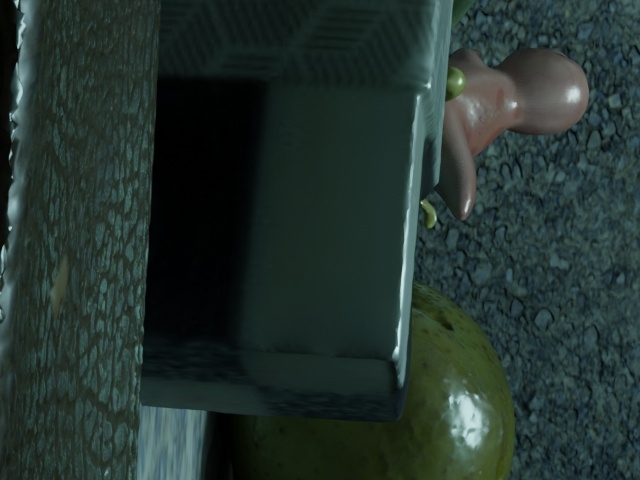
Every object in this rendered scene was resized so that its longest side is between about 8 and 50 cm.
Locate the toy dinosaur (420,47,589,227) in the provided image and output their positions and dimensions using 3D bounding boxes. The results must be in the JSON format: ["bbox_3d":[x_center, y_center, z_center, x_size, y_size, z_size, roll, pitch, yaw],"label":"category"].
[{"bbox_3d":[0.086,-0.066,1.274,0.194,0.177,0.152,-68,162,-67],"label":"toy dinosaur"}]

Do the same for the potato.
[{"bbox_3d":[0.015,0.110,0.937,0.157,0.157,0.194,-69,176,-73],"label":"potato"}]

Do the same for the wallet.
[{"bbox_3d":[-0.065,0.006,0.418,0.133,0.039,0.243,-25,121,-80],"label":"wallet"}]

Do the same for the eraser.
[{"bbox_3d":[0.000,-0.145,0.653,0.096,0.098,0.403,78,17,-70],"label":"eraser"}]

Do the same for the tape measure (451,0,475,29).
[{"bbox_3d":[0.078,-0.215,0.927,0.235,0.115,0.207,-55,-168,37],"label":"tape measure"}]
